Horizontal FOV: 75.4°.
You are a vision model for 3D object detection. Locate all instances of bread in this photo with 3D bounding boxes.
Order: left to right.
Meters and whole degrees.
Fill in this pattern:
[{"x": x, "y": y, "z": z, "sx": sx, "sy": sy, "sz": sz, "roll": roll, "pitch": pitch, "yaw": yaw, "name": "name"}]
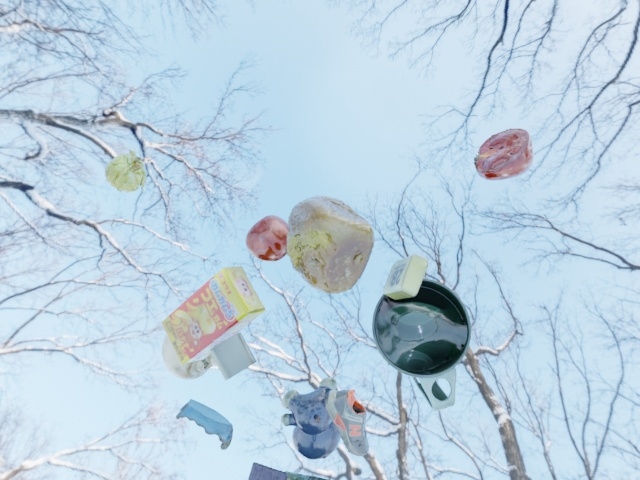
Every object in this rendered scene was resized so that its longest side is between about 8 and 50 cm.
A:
[{"x": 0.000, "y": 0.000, "z": 1.017, "sx": 0.176, "sy": 0.246, "sz": 0.196, "roll": 8, "pitch": -70, "yaw": -23, "name": "bread"}]

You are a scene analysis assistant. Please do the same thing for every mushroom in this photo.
[{"x": -0.367, "y": 0.324, "z": 1.319, "sx": 0.234, "sy": 0.254, "sz": 0.260, "roll": 22, "pitch": -35, "yaw": 15, "name": "mushroom"}]

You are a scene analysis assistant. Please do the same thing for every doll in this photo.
[{"x": -0.013, "y": 0.616, "z": 1.406, "sx": 0.227, "sy": 0.154, "sz": 0.259, "roll": -16, "pitch": -60, "yaw": -15, "name": "doll"}]

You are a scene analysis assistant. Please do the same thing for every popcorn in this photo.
[{"x": -0.720, "y": -0.248, "z": 1.533, "sx": 0.162, "sy": 0.135, "sz": 0.142, "roll": -23, "pitch": -96, "yaw": 45, "name": "popcorn"}]

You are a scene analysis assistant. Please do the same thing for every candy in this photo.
[{"x": -0.292, "y": 0.203, "z": 1.118, "sx": 0.276, "sy": 0.088, "sz": 0.146, "roll": -37, "pitch": -108, "yaw": 21, "name": "candy"}]

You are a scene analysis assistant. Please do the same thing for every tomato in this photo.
[{"x": -0.164, "y": -0.019, "z": 1.356, "sx": 0.174, "sy": 0.166, "sz": 0.082, "roll": 31, "pitch": -28, "yaw": 39, "name": "tomato"}, {"x": 0.464, "y": -0.197, "z": 1.035, "sx": 0.138, "sy": 0.159, "sz": 0.091, "roll": -17, "pitch": -56, "yaw": 43, "name": "tomato"}]

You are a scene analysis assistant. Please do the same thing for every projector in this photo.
[{"x": -0.209, "y": 0.278, "z": 0.993, "sx": 0.083, "sy": 0.083, "sz": 0.082, "roll": -28, "pitch": -99, "yaw": -20, "name": "projector"}]

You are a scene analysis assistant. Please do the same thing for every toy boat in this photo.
[{"x": -0.344, "y": 0.555, "z": 1.244, "sx": 0.185, "sy": 0.075, "sz": 0.077, "roll": 31, "pitch": -95, "yaw": -8, "name": "toy boat"}]

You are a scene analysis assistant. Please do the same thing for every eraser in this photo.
[{"x": 0.253, "y": 0.113, "z": 1.249, "sx": 0.058, "sy": 0.172, "sz": 0.117, "roll": 23, "pitch": -104, "yaw": -5, "name": "eraser"}]

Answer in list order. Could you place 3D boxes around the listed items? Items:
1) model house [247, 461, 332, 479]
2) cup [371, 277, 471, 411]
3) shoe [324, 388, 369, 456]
[{"x": -0.113, "y": 0.842, "z": 1.297, "sx": 0.312, "sy": 0.245, "sz": 0.280, "roll": -9, "pitch": -43, "yaw": 34, "name": "model house"}, {"x": 0.324, "y": 0.364, "z": 1.460, "sx": 0.309, "sy": 0.392, "sz": 0.402, "roll": 11, "pitch": -107, "yaw": 8, "name": "cup"}, {"x": 0.083, "y": 0.439, "z": 0.999, "sx": 0.077, "sy": 0.074, "sz": 0.195, "roll": -24, "pitch": -75, "yaw": 15, "name": "shoe"}]
